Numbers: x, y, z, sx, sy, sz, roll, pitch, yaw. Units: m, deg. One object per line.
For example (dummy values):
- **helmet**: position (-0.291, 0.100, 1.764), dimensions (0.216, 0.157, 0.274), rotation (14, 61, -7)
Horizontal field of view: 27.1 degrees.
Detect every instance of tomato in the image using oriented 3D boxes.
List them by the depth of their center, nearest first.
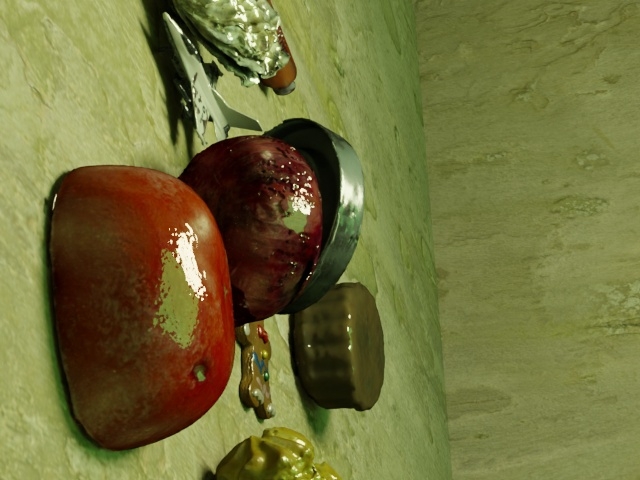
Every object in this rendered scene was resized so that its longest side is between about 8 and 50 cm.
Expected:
- **tomato**: position (-0.172, 0.066, 1.472), dimensions (0.338, 0.144, 0.338), rotation (-8, 90, -78)

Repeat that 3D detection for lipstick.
- **lipstick**: position (-0.118, -0.406, 2.204), dimensions (0.418, 0.077, 0.077), rotation (68, 17, -45)

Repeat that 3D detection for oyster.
- **oyster**: position (-0.136, -0.318, 1.870), dimensions (0.198, 0.112, 0.268), rotation (45, 5, 14)

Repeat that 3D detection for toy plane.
- **toy plane**: position (-0.175, -0.217, 1.833), dimensions (0.234, 0.082, 0.160), rotation (49, 33, -35)

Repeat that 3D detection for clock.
- **clock**: position (-0.045, -0.032, 1.828), dimensions (0.055, 0.281, 0.280), rotation (19, 56, -37)

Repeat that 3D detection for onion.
- **onion**: position (-0.115, -0.020, 1.685), dimensions (0.252, 0.219, 0.252), rotation (-25, -118, 59)

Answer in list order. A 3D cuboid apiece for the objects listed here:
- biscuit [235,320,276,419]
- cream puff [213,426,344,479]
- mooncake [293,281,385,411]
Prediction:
- **biscuit**: position (-0.095, 0.158, 1.985), dimensions (0.138, 0.031, 0.205), rotation (55, 26, -61)
- **cream puff**: position (-0.055, 0.334, 1.723), dimensions (0.221, 0.195, 0.194), rotation (-58, 137, -77)
- **mooncake**: position (0.028, 0.187, 2.300), dimensions (0.228, 0.124, 0.228), rotation (-5, 90, -74)
